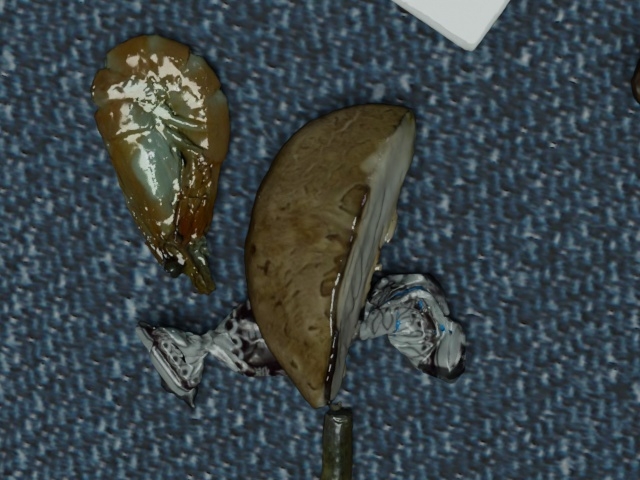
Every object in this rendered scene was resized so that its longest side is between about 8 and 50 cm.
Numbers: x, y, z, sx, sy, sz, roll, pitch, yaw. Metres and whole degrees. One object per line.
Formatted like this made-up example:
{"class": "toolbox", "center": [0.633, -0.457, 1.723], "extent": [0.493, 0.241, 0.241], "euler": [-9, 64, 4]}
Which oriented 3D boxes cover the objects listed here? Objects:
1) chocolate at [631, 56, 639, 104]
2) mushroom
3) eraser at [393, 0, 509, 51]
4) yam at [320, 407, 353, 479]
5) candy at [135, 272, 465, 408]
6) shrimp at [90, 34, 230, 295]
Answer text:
{"class": "chocolate", "center": [0.318, -0.100, 1.164], "extent": [0.214, 0.093, 0.148], "euler": [31, 106, -1]}
{"class": "mushroom", "center": [-0.001, 0.000, 1.205], "extent": [0.094, 0.072, 0.210], "euler": [14, 80, 28]}
{"class": "eraser", "center": [-0.003, -0.237, 1.174], "extent": [0.298, 0.076, 0.078], "euler": [34, 104, -3]}
{"class": "yam", "center": [0.009, 0.231, 1.312], "extent": [0.027, 0.029, 0.234], "euler": [-1, 104, -5]}
{"class": "candy", "center": [-0.014, 0.072, 1.264], "extent": [0.226, 0.051, 0.094], "euler": [-4, 106, 7]}
{"class": "shrimp", "center": [-0.102, -0.049, 1.249], "extent": [0.091, 0.043, 0.184], "euler": [-8, 102, 5]}
